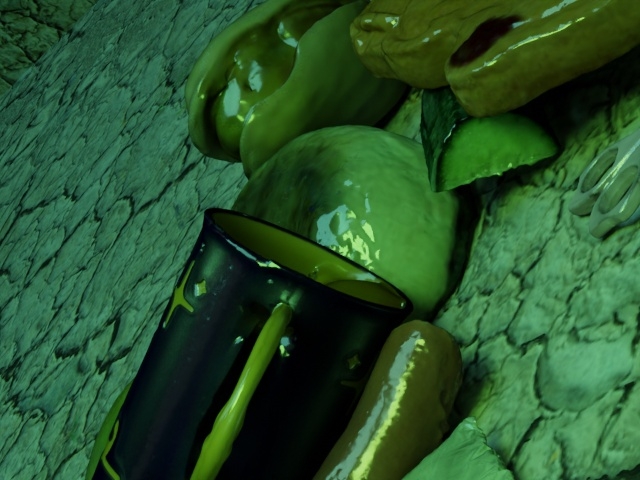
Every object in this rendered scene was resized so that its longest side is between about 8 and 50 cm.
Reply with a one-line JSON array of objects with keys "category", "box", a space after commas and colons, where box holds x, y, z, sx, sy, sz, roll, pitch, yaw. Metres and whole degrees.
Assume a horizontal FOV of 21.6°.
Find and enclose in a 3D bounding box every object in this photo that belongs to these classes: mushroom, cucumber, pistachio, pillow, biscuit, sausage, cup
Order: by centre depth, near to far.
[{"category": "pillow", "box": [0.091, 0.210, 1.095, 0.128, 0.051, 0.229, -52, 22, 10]}, {"category": "sausage", "box": [0.009, 0.206, 1.235, 0.087, 0.079, 0.326, 30, 83, 32]}, {"category": "cup", "box": [-0.080, 0.122, 1.284, 0.178, 0.255, 0.256, 30, 99, 27]}, {"category": "biscuit", "box": [0.200, -0.251, 1.469, 0.350, 0.078, 0.455, -33, 22, -10]}, {"category": "cucumber", "box": [0.134, -0.128, 1.472, 0.115, 0.063, 0.244, -13, 24, 3]}, {"category": "mushroom", "box": [-0.001, -0.001, 1.532, 0.247, 0.130, 0.344, -52, 19, -6]}, {"category": "pistachio", "box": [-0.022, -0.160, 1.736, 0.288, 0.166, 0.197, -35, -38, -37]}]

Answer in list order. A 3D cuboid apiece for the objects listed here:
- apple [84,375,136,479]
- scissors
[{"category": "apple", "box": [-0.153, 0.208, 1.514, 0.193, 0.120, 0.265, 141, 150, -72]}, {"category": "scissors", "box": [0.264, -0.093, 1.257, 0.212, 0.021, 0.110, -50, 17, 8]}]
